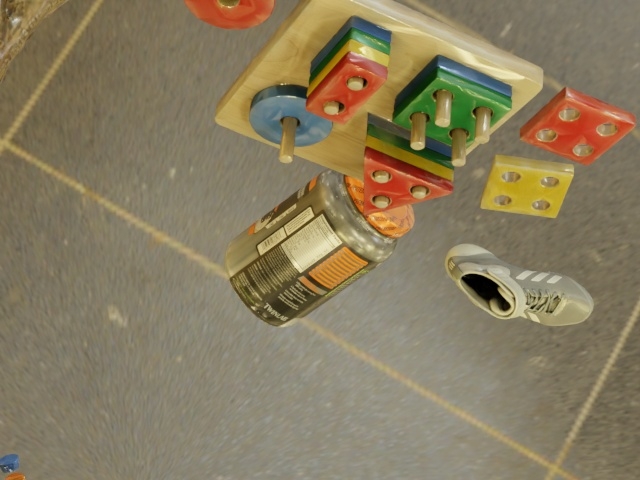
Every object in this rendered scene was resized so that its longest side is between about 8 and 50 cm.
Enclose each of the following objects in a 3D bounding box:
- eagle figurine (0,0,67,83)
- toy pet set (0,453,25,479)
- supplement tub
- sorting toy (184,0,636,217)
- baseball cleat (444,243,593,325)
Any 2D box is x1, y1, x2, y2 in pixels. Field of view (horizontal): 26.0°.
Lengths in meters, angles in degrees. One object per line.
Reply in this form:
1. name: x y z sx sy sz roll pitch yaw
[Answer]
1. eagle figurine: -0.315 -0.157 0.919 0.298 0.226 0.225 16 106 23
2. toy pet set: -0.245 0.209 0.917 0.122 0.114 0.065 -16 110 -15
3. supplement tub: 0.000 0.000 1.481 0.190 0.117 0.117 -36 84 25
4. sorting toy: 0.035 -0.061 0.744 0.275 0.132 0.046 20 55 -21
5. baseball cleat: 0.242 0.072 1.653 0.206 0.109 0.072 18 114 -16
